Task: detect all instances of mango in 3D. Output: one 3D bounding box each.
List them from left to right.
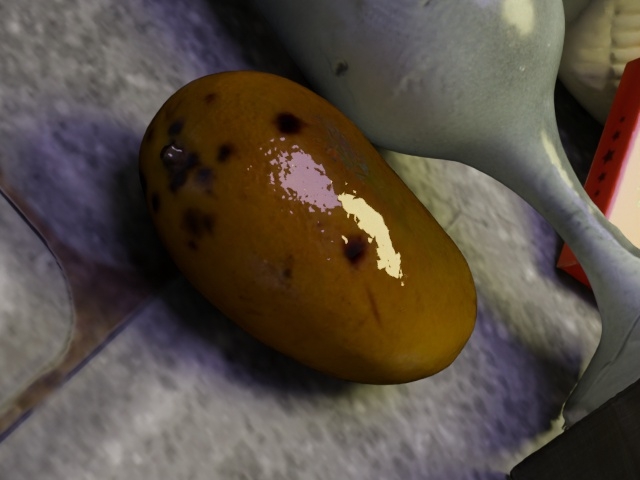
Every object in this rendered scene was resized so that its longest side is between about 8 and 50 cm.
[{"bbox_3d":[-0.001,0.001,0.808,0.178,0.090,0.115,45,27,-23],"label":"mango"}]

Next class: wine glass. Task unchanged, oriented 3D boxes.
[{"bbox_3d":[0.086,-0.067,0.919,0.321,0.143,0.143,54,35,3],"label":"wine glass"}]

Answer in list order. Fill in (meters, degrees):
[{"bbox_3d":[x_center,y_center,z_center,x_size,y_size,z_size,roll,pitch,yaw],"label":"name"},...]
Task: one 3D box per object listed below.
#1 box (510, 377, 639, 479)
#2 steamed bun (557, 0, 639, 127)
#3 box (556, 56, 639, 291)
[{"bbox_3d":[0.204,0.179,0.822,0.149,0.155,0.231,16,49,-36],"label":"box"},{"bbox_3d":[0.237,-0.136,1.140,0.238,0.170,0.153,28,22,-28],"label":"steamed bun"},{"bbox_3d":[0.247,0.013,1.074,0.245,0.035,0.139,34,66,-26],"label":"box"}]
